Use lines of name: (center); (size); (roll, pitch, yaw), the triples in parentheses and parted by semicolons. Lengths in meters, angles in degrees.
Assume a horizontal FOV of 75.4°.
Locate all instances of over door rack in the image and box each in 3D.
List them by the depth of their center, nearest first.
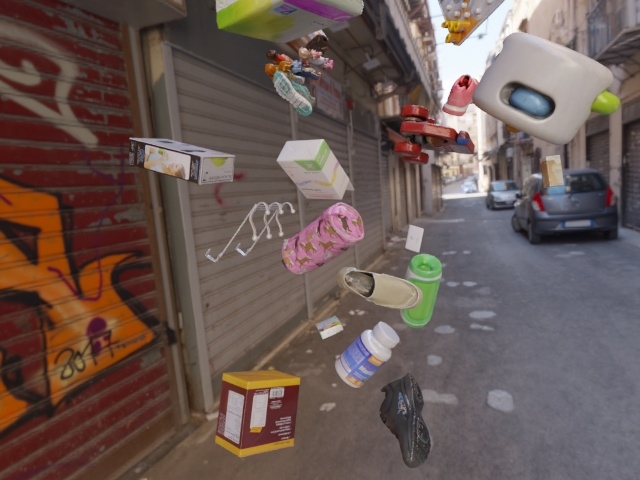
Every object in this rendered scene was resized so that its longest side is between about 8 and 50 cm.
over door rack: (-0.259, -0.021, 1.636); (0.324, 0.108, 0.240); (-41, -10, 18)

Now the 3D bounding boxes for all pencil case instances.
pencil case: (0.000, 0.000, 1.596); (0.167, 0.159, 0.386); (2, -24, -38)

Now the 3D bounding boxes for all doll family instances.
doll family: (-0.093, -0.585, 1.422); (0.163, 0.118, 0.263); (-1, 16, -45)

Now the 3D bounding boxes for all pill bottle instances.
pill bottle: (0.199, 0.473, 1.735); (0.152, 0.272, 0.152); (36, 18, -13)

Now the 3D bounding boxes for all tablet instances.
tablet: (0.313, -0.006, 1.382); (0.054, 0.083, 0.006); (22, 21, 40)

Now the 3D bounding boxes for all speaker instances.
speaker: (0.383, 0.199, 1.596); (0.132, 0.296, 0.131); (1, 37, 0)

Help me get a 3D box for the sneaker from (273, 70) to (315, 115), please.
sneaker: (-0.082, -0.486, 1.350); (0.065, 0.166, 0.076); (-26, 24, 46)

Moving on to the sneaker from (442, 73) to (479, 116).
sneaker: (0.614, -0.637, 1.730); (0.116, 0.136, 0.313); (24, 49, 16)

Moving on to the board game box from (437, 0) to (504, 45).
board game box: (0.400, -0.792, 1.067); (0.051, 0.389, 0.390); (-12, -10, -24)

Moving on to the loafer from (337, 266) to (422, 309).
loafer: (0.177, 0.149, 1.259); (0.269, 0.101, 0.092); (13, 0, 8)

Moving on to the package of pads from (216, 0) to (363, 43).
package of pads: (-0.071, -0.569, 0.986); (0.297, 0.101, 0.229); (3, 12, 40)

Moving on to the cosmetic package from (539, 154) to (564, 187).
cosmetic package: (0.875, -0.261, 1.568); (0.061, 0.114, 0.041); (-10, 0, -6)

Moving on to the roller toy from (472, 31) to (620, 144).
roller toy: (0.376, -0.259, 0.727); (0.191, 0.146, 0.209); (12, 31, -22)

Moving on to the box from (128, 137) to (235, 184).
box: (-0.439, -0.256, 1.318); (0.290, 0.087, 0.169); (18, 18, 22)

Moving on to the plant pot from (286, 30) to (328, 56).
plant pot: (-0.063, -0.825, 1.682); (0.167, 0.165, 0.167); (-30, -19, -12)

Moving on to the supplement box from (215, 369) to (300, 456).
supplement box: (-0.178, 0.489, 1.197); (0.192, 0.193, 0.129); (13, -11, -43)

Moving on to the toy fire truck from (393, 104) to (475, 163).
toy fire truck: (0.419, -0.373, 1.504); (0.254, 0.169, 0.302); (11, 3, 26)

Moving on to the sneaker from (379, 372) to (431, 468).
sneaker: (0.236, 0.523, 1.196); (0.130, 0.109, 0.286); (-26, 21, 19)

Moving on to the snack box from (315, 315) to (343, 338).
snack box: (0.038, 0.379, 1.814); (0.101, 0.037, 0.141); (-21, 6, -6)

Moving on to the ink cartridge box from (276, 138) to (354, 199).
ink cartridge box: (-0.011, -0.291, 1.871); (0.207, 0.119, 0.353); (6, -27, 34)
